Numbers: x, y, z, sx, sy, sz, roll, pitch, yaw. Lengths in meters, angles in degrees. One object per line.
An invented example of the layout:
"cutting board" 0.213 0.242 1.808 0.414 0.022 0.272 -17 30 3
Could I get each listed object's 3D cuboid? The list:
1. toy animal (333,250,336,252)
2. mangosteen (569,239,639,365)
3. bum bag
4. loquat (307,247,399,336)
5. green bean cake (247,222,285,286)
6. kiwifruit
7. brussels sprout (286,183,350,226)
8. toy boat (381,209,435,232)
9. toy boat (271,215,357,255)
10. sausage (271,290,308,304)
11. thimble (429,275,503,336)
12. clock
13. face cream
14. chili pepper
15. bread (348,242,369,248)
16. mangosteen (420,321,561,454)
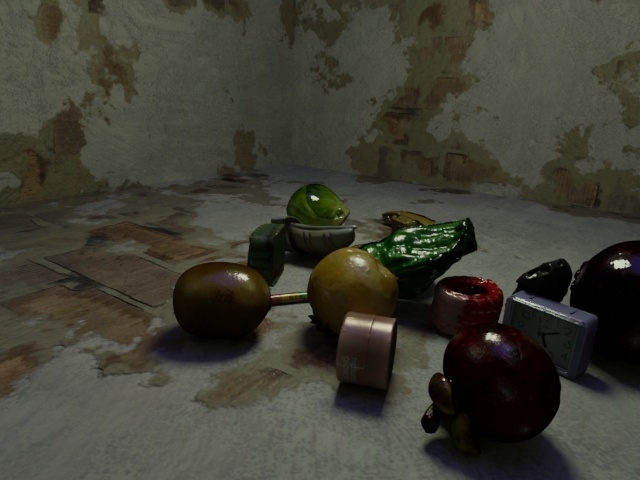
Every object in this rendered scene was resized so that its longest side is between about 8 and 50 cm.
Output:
"toy animal" 0.091 0.097 1.491 0.121 0.094 0.225 5 17 4
"mangosteen" 0.777 0.158 1.081 0.307 0.307 0.347 -13 31 -41
"bum bag" 0.576 0.143 1.229 0.142 0.326 0.080 -11 59 9
"loquat" 0.072 0.139 1.147 0.243 0.244 0.244 3 17 -1
"green bean cake" -0.174 0.043 1.493 0.094 0.173 0.181 6 20 7
"kiwifruit" -0.233 0.145 1.125 0.234 0.196 0.196 2 17 4
"brussels sprout" -0.008 -0.137 2.061 0.271 0.210 0.219 21 24 5
"toy boat" 0.385 -0.072 2.091 0.121 0.089 0.321 -20 26 -26
"toy boat" -0.024 0.001 1.655 0.293 0.111 0.276 14 -21 8
"sausage" -0.066 0.165 1.354 0.223 0.029 0.029 -3 18 -19
"thimble" 0.390 0.177 1.236 0.189 0.125 0.163 -7 23 -29
"clock" 0.536 0.217 1.097 0.073 0.145 0.193 -12 22 -37
"face cream" 0.100 0.230 0.975 0.104 0.149 0.149 7 18 15
"chili pepper" 0.265 0.067 1.311 0.385 0.167 0.213 -21 38 14
"bread" 0.164 0.062 1.657 0.140 0.069 0.128 -11 23 -34
"mangosteen" 0.295 0.272 0.833 0.257 0.215 0.215 -35 28 -11
